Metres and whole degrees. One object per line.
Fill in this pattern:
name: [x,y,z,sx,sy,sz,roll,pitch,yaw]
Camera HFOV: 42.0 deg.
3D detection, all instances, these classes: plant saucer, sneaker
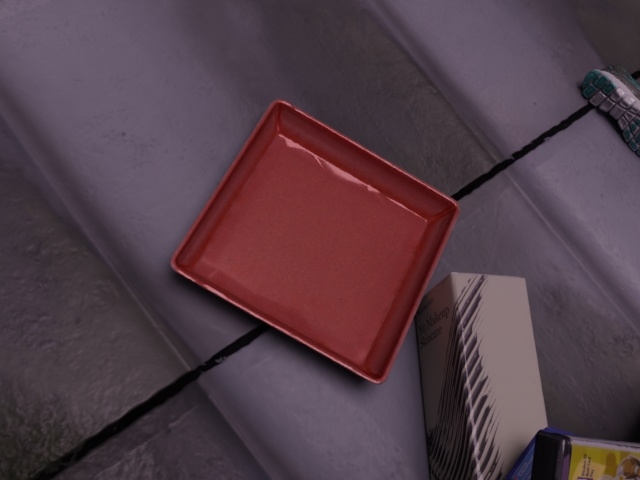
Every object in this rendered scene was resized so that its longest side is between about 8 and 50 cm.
plant saucer: [0.000,0.000,0.941,0.258,0.047,0.259,30,61,-3]
sneaker: [0.449,-0.186,1.174,0.076,0.065,0.166,-32,80,-32]

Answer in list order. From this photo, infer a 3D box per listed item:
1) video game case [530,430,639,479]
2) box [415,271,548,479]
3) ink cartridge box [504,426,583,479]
video game case: [0.255,0.292,0.620,0.248,0.035,0.274,11,84,-20]
box: [0.171,0.179,0.876,0.094,0.113,0.275,5,63,-16]
ink cartridge box: [0.245,0.352,0.712,0.395,0.151,0.270,42,74,-12]
